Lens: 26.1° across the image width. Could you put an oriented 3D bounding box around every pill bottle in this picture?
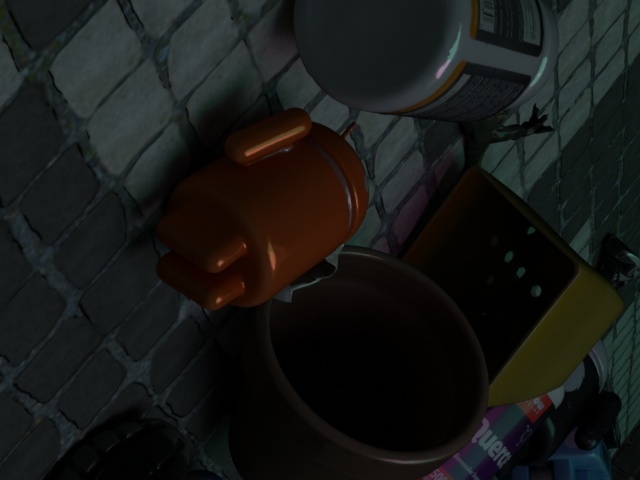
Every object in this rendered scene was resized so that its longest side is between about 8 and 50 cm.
[{"bbox_3d":[0.107,-0.188,1.238,0.278,0.162,0.162,-3,123,-62],"label":"pill bottle"},{"bbox_3d":[0.198,0.217,1.847,0.323,0.181,0.181,-46,156,-5],"label":"pill bottle"}]

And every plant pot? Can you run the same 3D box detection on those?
[{"bbox_3d":[0.235,0.070,1.664,0.187,0.212,0.212,18,113,-46],"label":"plant pot"},{"bbox_3d":[0.011,0.173,1.458,0.263,0.263,0.229,-31,163,-45],"label":"plant pot"}]

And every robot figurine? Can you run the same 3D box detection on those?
[{"bbox_3d":[0.310,0.217,2.037,0.278,0.209,0.174,-42,-170,-37],"label":"robot figurine"},{"bbox_3d":[-0.044,-0.027,1.198,0.219,0.128,0.158,-36,106,-39],"label":"robot figurine"}]

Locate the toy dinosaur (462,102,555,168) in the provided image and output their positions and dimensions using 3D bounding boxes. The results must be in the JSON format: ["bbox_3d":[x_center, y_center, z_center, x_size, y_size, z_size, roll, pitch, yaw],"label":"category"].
[{"bbox_3d":[0.213,-0.143,1.629,0.118,0.064,0.268,-31,154,-11],"label":"toy dinosaur"}]

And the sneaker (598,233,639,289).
[{"bbox_3d":[0.536,0.052,2.500,0.077,0.072,0.178,-45,151,0],"label":"sneaker"}]

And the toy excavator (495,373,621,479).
[{"bbox_3d":[0.358,0.416,2.149,0.433,0.222,0.445,50,35,-64],"label":"toy excavator"}]

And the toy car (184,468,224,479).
[{"bbox_3d":[-0.192,0.371,1.413,0.238,0.210,0.219,-22,-178,2],"label":"toy car"}]

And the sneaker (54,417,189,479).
[{"bbox_3d":[-0.232,0.270,1.296,0.267,0.101,0.106,-43,176,-29],"label":"sneaker"}]

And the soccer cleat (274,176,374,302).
[{"bbox_3d":[0.000,0.000,1.381,0.196,0.076,0.068,-38,151,-37],"label":"soccer cleat"}]
